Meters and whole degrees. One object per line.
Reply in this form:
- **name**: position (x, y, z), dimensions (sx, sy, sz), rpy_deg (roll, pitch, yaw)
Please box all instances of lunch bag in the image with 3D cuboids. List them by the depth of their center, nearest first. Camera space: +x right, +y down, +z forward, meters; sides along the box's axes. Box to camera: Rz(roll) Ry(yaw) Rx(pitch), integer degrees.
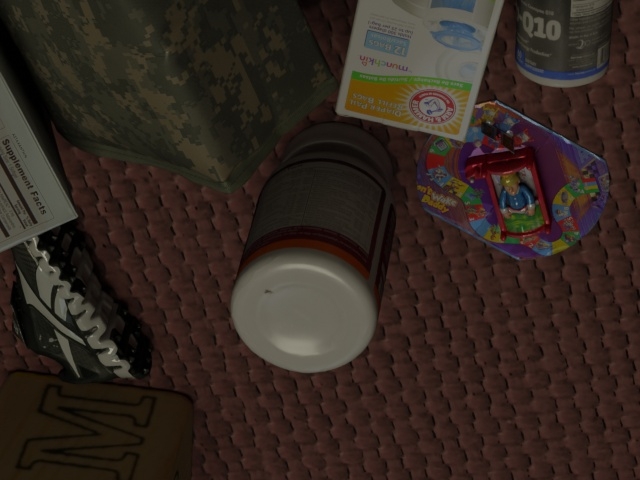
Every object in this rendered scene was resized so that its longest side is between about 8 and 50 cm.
- **lunch bag**: position (-0.160, -0.189, 1.562), dimensions (0.287, 0.169, 0.235), rpy_deg (16, 144, 43)

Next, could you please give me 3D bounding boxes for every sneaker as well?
- **sneaker**: position (-0.254, 0.050, 1.815), dimensions (0.106, 0.078, 0.234), rpy_deg (-19, 121, 19)

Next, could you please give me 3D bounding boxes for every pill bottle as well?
- **pill bottle**: position (0.196, -0.198, 1.562), dimensions (0.078, 0.078, 0.137), rpy_deg (3, 124, 8)
- **pill bottle**: position (0.000, 0.000, 1.647), dimensions (0.121, 0.221, 0.121), rpy_deg (4, 125, 6)

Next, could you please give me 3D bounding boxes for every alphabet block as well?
- **alphabet block**: position (-0.236, 0.266, 1.891), dimensions (0.193, 0.197, 0.192), rpy_deg (9, 126, 4)

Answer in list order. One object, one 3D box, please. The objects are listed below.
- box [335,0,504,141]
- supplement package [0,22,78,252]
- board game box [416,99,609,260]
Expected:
- **box**: position (0.087, -0.192, 1.550), dimensions (0.114, 0.103, 0.203), rpy_deg (13, 137, 0)
- **supplement package**: position (-0.369, -0.083, 1.606), dimensions (0.263, 0.199, 0.198), rpy_deg (-25, 123, -1)
- **board game box**: position (0.165, -0.041, 1.706), dimensions (0.169, 0.033, 0.133), rpy_deg (28, 124, -10)
